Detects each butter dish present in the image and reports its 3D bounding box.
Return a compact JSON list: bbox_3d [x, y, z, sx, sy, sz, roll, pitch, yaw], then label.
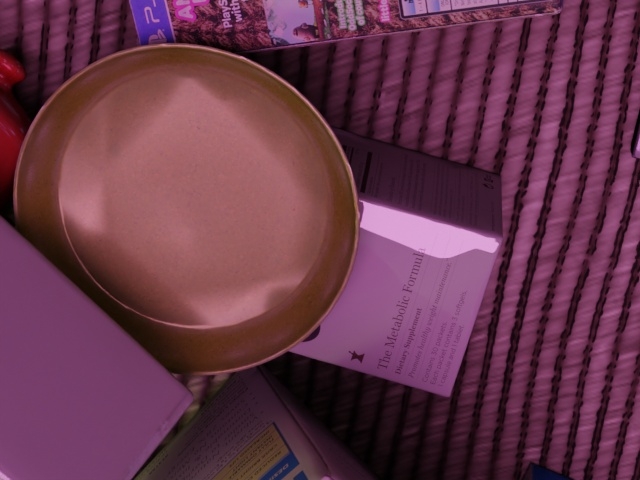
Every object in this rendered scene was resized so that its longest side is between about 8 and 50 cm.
[{"bbox_3d":[-0.265,-0.091,1.246,0.160,0.160,0.118,39,87,-9],"label":"butter dish"}]

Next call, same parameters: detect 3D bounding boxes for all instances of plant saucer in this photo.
[{"bbox_3d":[-0.091,-0.023,1.156,0.241,0.037,0.241,3,111,6],"label":"plant saucer"}]

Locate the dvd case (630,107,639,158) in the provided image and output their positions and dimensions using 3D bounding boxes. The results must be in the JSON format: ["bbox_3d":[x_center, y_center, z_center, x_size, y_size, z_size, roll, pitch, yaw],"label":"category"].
[{"bbox_3d":[0.363,-0.124,1.221,0.238,0.029,0.179,11,113,2],"label":"dvd case"}]

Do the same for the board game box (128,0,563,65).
[{"bbox_3d":[0.004,-0.266,1.116,0.291,0.141,0.232,-6,122,8],"label":"board game box"}]

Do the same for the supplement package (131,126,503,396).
[{"bbox_3d":[0.000,0.000,1.249,0.244,0.134,0.139,15,112,-1],"label":"supplement package"}]

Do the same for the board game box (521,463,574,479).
[{"bbox_3d":[0.140,0.379,1.297,0.086,0.308,0.302,23,112,-3],"label":"board game box"}]

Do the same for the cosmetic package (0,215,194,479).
[{"bbox_3d":[-0.338,0.047,1.159,0.453,0.161,0.230,44,136,-5],"label":"cosmetic package"}]

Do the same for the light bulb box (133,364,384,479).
[{"bbox_3d":[-0.070,0.313,1.208,0.225,0.361,0.358,44,89,-13],"label":"light bulb box"}]
